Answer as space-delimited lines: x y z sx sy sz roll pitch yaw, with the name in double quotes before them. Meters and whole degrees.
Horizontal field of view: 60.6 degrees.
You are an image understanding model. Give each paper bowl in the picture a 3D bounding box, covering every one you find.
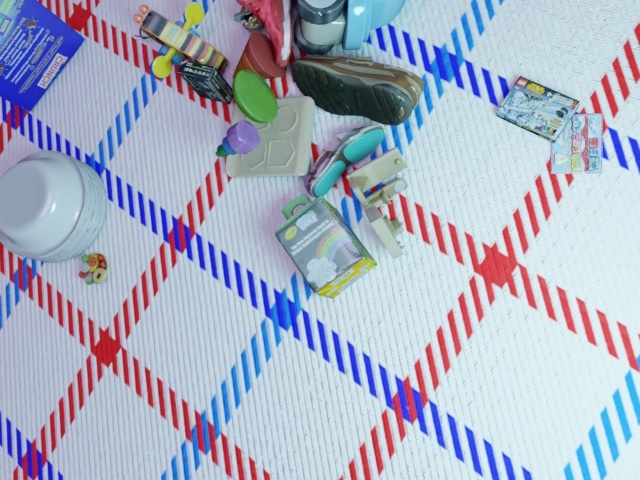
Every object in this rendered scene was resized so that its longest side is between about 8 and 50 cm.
"paper bowl" -0.707 -0.092 1.394 0.284 0.148 0.284 -3 78 16

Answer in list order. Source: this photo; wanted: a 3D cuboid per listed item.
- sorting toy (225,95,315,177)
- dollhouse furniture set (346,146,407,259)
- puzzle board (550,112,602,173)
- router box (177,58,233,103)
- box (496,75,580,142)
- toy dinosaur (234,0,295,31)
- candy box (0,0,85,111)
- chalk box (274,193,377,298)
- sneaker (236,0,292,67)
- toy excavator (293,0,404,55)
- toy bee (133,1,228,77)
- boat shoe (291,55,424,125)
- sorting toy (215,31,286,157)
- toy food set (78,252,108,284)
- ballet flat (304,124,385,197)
"sorting toy" -0.118 -0.242 1.302 0.208 0.038 0.193 2 81 19
"dollhouse furniture set" 0.155 -0.079 1.140 0.123 0.144 0.151 -30 37 9
"puzzle board" 0.525 -0.199 1.123 0.096 0.011 0.128 2 80 17
"router box" -0.276 -0.385 1.333 0.092 0.122 0.038 19 81 18
"box" 0.452 -0.274 1.144 0.137 0.027 0.094 35 91 25
"toy dinosaur" -0.131 -0.686 1.355 0.218 0.164 0.322 30 75 -5
"candy box" -0.824 -0.522 1.416 0.122 0.317 0.268 37 91 21
"chalk box" 0.000 0.000 1.178 0.132 0.132 0.213 -37 71 8
"sneaker" -0.133 -0.521 1.291 0.128 0.087 0.221 -1 90 -9
"toy excavator" 0.158 -0.646 1.227 0.445 0.222 0.433 -1 85 -4
"toy bee" -0.386 -0.504 1.369 0.298 0.162 0.195 9 84 18
"boat shoe" 0.085 -0.353 1.236 0.324 0.122 0.120 26 60 28
"sorting toy" -0.181 -0.324 1.267 0.126 0.127 0.365 -23 45 36
"toy food set" -0.576 0.071 1.390 0.083 0.020 0.083 -4 79 16
"ballet flat" 0.044 -0.193 1.237 0.221 0.077 0.079 -45 52 5
